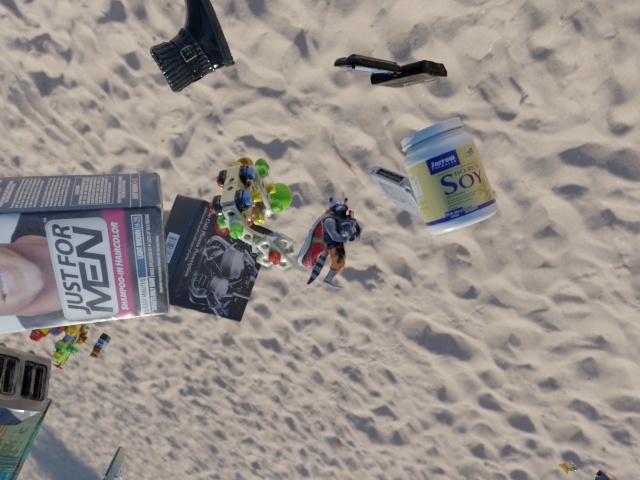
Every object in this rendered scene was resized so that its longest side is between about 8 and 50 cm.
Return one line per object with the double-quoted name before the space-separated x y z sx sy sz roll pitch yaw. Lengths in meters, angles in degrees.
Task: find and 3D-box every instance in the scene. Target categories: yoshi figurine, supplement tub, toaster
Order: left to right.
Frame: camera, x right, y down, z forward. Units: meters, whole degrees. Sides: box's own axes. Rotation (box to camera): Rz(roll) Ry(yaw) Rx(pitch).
"toaster" -0.757 0.347 1.131 0.110 0.186 0.168 -26 144 16
"yoshi figurine" -0.221 -0.207 1.912 0.202 0.204 0.362 29 176 16
"supplement tub" 0.417 -0.209 1.565 0.241 0.241 0.332 -20 92 43

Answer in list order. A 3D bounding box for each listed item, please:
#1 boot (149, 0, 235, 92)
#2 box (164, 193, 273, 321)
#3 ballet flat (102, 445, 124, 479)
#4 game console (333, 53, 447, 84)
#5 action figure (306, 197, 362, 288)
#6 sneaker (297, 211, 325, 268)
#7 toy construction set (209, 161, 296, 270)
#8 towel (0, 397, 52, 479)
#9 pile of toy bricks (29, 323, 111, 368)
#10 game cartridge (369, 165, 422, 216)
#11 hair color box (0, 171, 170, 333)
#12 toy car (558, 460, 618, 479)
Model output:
"boot" -0.470 -0.707 1.614 0.259 0.131 0.348 -23 117 -4
"box" -0.374 0.063 1.601 0.178 0.344 0.312 14 172 44
"ballet flat" -0.551 0.631 1.256 0.052 0.168 0.057 28 168 -11
"game console" 0.188 -0.498 1.398 0.213 0.361 0.044 7 101 51
"action figure" 0.047 0.002 1.694 0.178 0.331 0.341 5 174 11
"sneaker" 0.000 0.000 2.134 0.118 0.107 0.279 27 103 7
"toy construction set" -0.167 -0.068 1.157 0.151 0.328 0.215 -23 131 -1
"towel" -0.851 0.491 1.146 0.271 0.370 0.040 21 111 -18
"pile of toy bricks" -0.541 0.223 1.022 0.117 0.105 0.212 24 151 1
"game cartridge" 0.325 -0.195 1.918 0.196 0.060 0.294 52 173 -31
"hair color box" -0.372 0.018 0.587 0.105 0.346 0.174 -121 32 -53
"toy car" 0.534 0.454 0.937 0.122 0.040 0.060 -154 54 -68
